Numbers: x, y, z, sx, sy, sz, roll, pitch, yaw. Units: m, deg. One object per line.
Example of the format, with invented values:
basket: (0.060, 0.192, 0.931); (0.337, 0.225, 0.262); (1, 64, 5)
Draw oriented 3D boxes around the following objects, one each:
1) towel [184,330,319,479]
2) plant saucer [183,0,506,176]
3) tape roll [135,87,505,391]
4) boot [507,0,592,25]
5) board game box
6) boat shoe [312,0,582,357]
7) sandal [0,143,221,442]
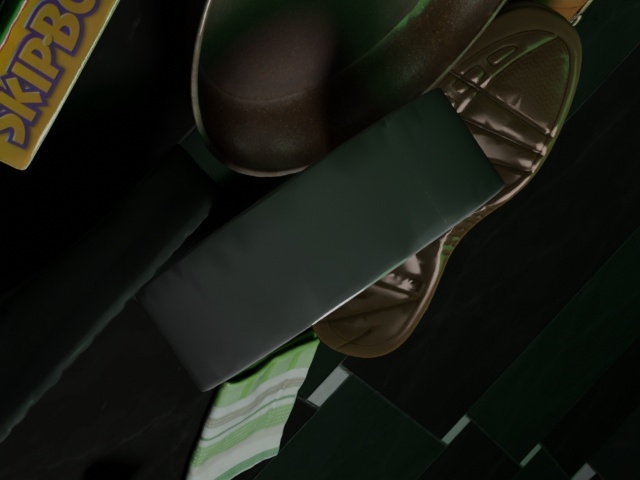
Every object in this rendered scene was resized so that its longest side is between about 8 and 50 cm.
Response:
towel: (-0.058, 0.150, 1.174); (0.113, 0.023, 0.152); (-27, 150, -42)
plant saucer: (0.033, -0.172, 0.778); (0.310, 0.050, 0.311); (-38, 156, -20)
tape roll: (0.000, 0.000, 0.824); (0.219, 0.072, 0.219); (-34, 180, 0)
boot: (0.217, -0.224, 0.995); (0.197, 0.073, 0.152); (-12, 139, -36)
board game box: (-0.076, -0.122, 0.475); (0.124, 0.039, 0.259); (-57, -164, 22)
boat shoe: (0.082, -0.053, 1.014); (0.098, 0.109, 0.302); (-88, -156, -59)
sandal: (-0.225, 0.094, 0.681); (0.446, 0.107, 0.167); (-50, -173, -32)
